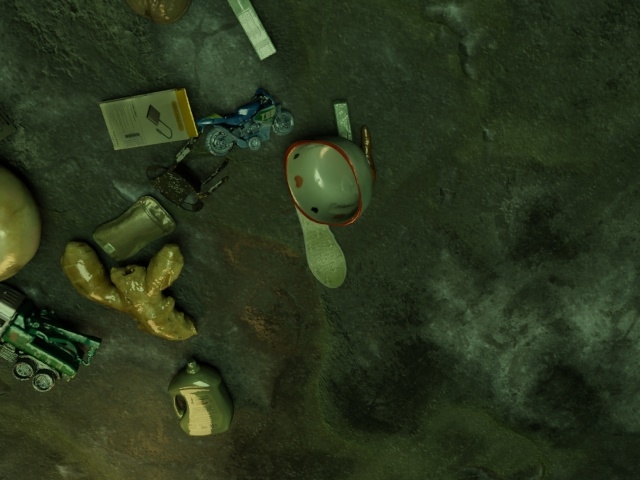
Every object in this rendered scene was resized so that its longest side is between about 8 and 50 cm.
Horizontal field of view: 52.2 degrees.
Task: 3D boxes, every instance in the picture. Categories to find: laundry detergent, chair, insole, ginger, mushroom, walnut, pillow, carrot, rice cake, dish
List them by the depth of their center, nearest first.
[{"bbox_3d":[-0.364,-0.615,1.480,0.178,0.178,0.231,16,106,-11],"label":"walnut"},{"bbox_3d":[-0.901,-0.046,1.623,0.353,0.353,0.325,-9,87,0],"label":"mushroom"},{"bbox_3d":[-0.348,-0.162,1.689,0.213,0.149,0.174,-40,112,17],"label":"chair"},{"bbox_3d":[0.035,-0.167,1.693,0.256,0.117,0.256,21,128,30],"label":"dish"},{"bbox_3d":[0.071,-0.250,1.730,0.042,0.045,0.245,-12,114,2],"label":"rice cake"},{"bbox_3d":[0.125,-0.227,1.752,0.035,0.036,0.165,-10,112,0],"label":"carrot"},{"bbox_3d":[-0.510,-0.027,1.791,0.217,0.033,0.130,-33,117,12],"label":"pillow"},{"bbox_3d":[-0.522,0.156,1.821,0.362,0.122,0.348,-4,122,6],"label":"ginger"},{"bbox_3d":[0.000,0.000,1.856,0.109,0.007,0.322,-16,114,2],"label":"insole"},{"bbox_3d":[-0.368,0.472,1.988,0.181,0.091,0.254,-8,114,6],"label":"laundry detergent"}]

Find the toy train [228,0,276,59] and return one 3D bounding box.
[{"bbox_3d":[-0.183,-0.553,1.577,0.052,0.051,0.234,-29,113,4],"label":"toy train"}]

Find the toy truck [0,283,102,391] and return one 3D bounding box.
[{"bbox_3d":[-0.816,0.269,1.833,0.363,0.176,0.178,33,98,-17],"label":"toy truck"}]

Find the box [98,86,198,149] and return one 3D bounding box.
[{"bbox_3d":[-0.426,-0.305,1.638,0.247,0.033,0.129,-4,113,18],"label":"box"}]

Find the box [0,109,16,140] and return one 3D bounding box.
[{"bbox_3d":[-0.874,-0.323,1.535,0.091,0.221,0.274,-30,114,10],"label":"box"}]

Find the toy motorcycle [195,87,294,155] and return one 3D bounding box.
[{"bbox_3d":[-0.186,-0.303,1.651,0.254,0.092,0.136,-23,115,-21],"label":"toy motorcycle"}]
